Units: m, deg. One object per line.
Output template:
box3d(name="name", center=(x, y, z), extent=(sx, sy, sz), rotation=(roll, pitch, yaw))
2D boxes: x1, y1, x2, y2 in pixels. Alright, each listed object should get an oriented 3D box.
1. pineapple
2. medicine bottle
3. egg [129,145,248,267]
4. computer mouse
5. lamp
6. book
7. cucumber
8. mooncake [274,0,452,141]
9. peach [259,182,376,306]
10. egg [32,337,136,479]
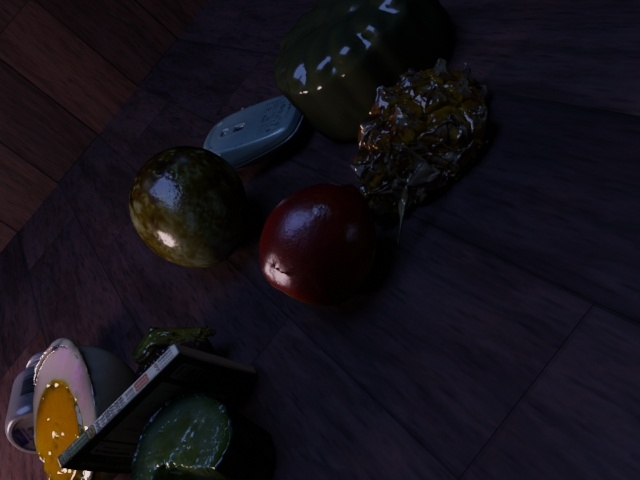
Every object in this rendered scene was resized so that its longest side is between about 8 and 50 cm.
box3d(name="pineapple", center=(0.151, -0.165, 1.177), extent=(0.334, 0.161, 0.158), rotation=(-49, 32, -4))
box3d(name="medicine bottle", center=(-0.598, 0.340, 1.626), extent=(0.135, 0.135, 0.215), rotation=(-42, 30, 13))
box3d(name="egg", center=(-0.264, -0.065, 1.537), extent=(0.238, 0.238, 0.289), rotation=(-46, 39, 7))
box3d(name="computer mouse", center=(-0.143, -0.230, 1.705), extent=(0.288, 0.097, 0.159), rotation=(-13, 43, 31))
box3d(name="lamp", center=(-0.262, 0.221, 1.312), extent=(0.156, 0.135, 0.157), rotation=(-29, 38, 32))
box3d(name="book", center=(-0.250, 0.273, 1.183), extent=(0.264, 0.202, 0.027), rotation=(-44, 57, 10))
box3d(name="cucumber", center=(-0.168, 0.318, 1.101), extent=(0.191, 0.130, 0.191), rotation=(-26, 42, 26))
box3d(name="mooncake", center=(0.075, -0.381, 1.486), extent=(0.356, 0.194, 0.356), rotation=(-34, 34, 27))
box3d(name="peach", center=(0.000, 0.000, 1.159), extent=(0.197, 0.197, 0.197), rotation=(-34, 34, 26))
box3d(name="egg", center=(-0.394, 0.317, 1.353), extent=(0.286, 0.174, 0.264), rotation=(46, 121, 43))
